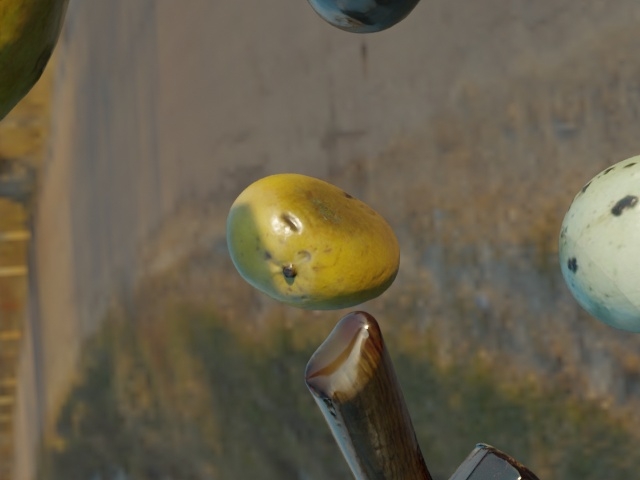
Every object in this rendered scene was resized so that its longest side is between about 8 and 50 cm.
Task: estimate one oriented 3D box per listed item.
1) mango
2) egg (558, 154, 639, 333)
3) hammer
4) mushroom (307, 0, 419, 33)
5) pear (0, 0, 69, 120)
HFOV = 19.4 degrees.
[{"bbox_3d":[0.000,0.000,1.676,0.137,0.195,0.098,48,119,25],"label":"mango"},{"bbox_3d":[0.253,-0.004,1.366,0.131,0.164,0.131,63,179,2],"label":"egg"},{"bbox_3d":[0.061,0.197,1.437,0.095,0.242,0.409,32,158,31],"label":"hammer"},{"bbox_3d":[0.049,-0.240,1.547,0.188,0.141,0.117,115,166,-50],"label":"mushroom"},{"bbox_3d":[-0.211,-0.143,0.938,0.200,0.200,0.200,176,90,-79],"label":"pear"}]
